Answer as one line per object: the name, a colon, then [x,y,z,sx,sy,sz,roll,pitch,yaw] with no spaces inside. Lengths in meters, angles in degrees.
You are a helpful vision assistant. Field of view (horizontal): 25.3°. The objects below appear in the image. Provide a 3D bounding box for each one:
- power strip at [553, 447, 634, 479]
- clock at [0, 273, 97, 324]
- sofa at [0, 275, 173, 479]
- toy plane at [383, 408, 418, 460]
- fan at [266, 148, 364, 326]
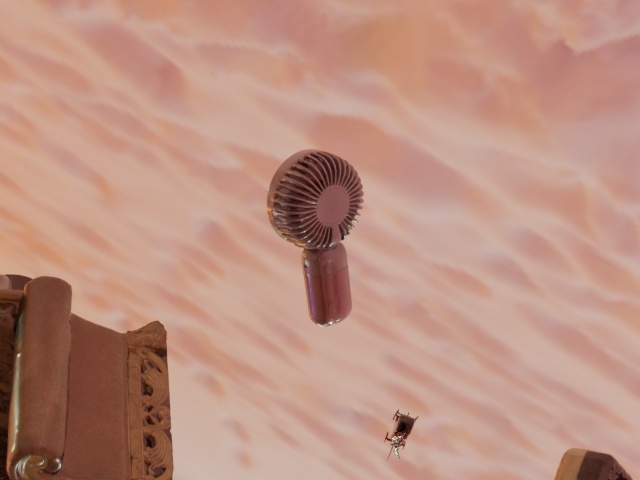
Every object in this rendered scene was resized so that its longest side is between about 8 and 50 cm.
power strip: [0.263,0.356,1.521,0.070,0.256,0.105,2,146,41]
clock: [-0.414,0.164,2.088,0.243,0.146,0.199,33,121,-27]
sofa: [-0.235,0.183,1.105,0.182,0.200,0.258,15,128,-22]
toy plane: [0.131,0.323,2.370,0.037,0.060,0.145,19,153,1]
fan: [0.000,0.000,1.894,0.074,0.130,0.244,21,124,49]
